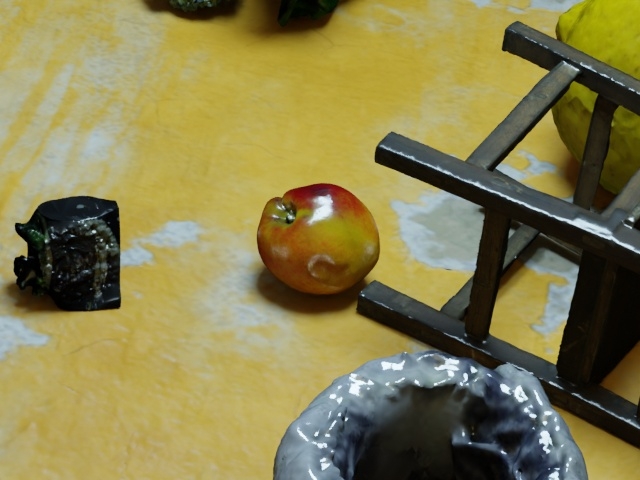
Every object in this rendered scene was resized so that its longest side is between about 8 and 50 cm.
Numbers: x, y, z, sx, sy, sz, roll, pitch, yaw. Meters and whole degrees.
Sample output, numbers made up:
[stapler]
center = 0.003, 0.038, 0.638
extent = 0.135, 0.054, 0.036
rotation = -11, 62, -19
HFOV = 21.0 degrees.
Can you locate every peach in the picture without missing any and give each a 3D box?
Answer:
[peach]
center = 0.000, 0.001, 1.478
extent = 0.101, 0.101, 0.101
rotation = 6, 34, -4

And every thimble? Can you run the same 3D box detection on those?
[thimble]
center = 0.072, 0.196, 1.143
extent = 0.217, 0.157, 0.245
rotation = 14, 34, 7

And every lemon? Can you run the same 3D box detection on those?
[lemon]
center = 0.362, -0.140, 1.625
extent = 0.310, 0.253, 0.253
rotation = 25, 37, 19

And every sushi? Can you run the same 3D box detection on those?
[sushi]
center = -0.208, 0.010, 1.422
extent = 0.084, 0.083, 0.056
rotation = -4, 37, -20

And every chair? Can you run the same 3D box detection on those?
[chair]
center = 0.272, 0.016, 1.415
extent = 0.416, 0.203, 0.240
rotation = 26, 40, 23

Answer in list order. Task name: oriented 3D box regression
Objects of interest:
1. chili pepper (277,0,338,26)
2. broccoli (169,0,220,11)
[chili pepper]
center = -0.005, -0.368, 1.901
extent = 0.167, 0.213, 0.385
rotation = -22, 22, 6
[broccoli]
center = -0.130, -0.350, 1.871
extent = 0.118, 0.204, 0.122
rotation = 5, 16, 8
